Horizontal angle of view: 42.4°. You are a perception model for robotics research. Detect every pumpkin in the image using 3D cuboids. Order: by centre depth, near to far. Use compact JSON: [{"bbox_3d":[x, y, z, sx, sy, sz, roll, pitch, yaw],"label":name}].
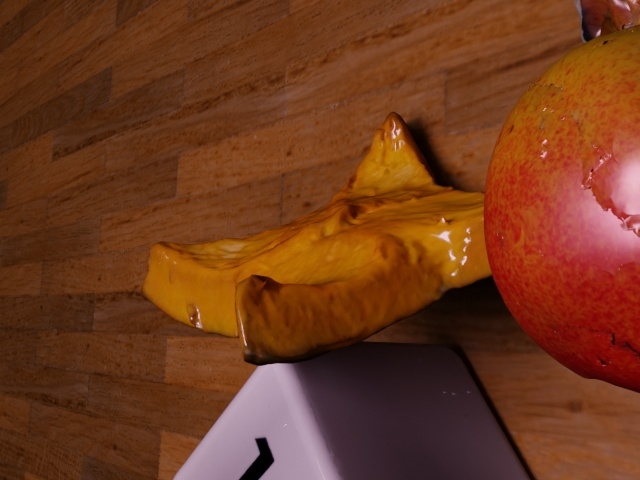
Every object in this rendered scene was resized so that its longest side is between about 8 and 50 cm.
[{"bbox_3d":[0.025,-0.003,0.617,0.258,0.290,0.095,16,130,60],"label":"pumpkin"}]

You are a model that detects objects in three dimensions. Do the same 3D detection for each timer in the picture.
[{"bbox_3d":[0.026,0.208,0.633,0.195,0.194,0.192,-55,45,33],"label":"timer"}]

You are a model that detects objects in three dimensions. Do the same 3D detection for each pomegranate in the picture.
[{"bbox_3d":[0.190,-0.030,0.453,0.210,0.210,0.235,-23,72,48],"label":"pomegranate"}]
